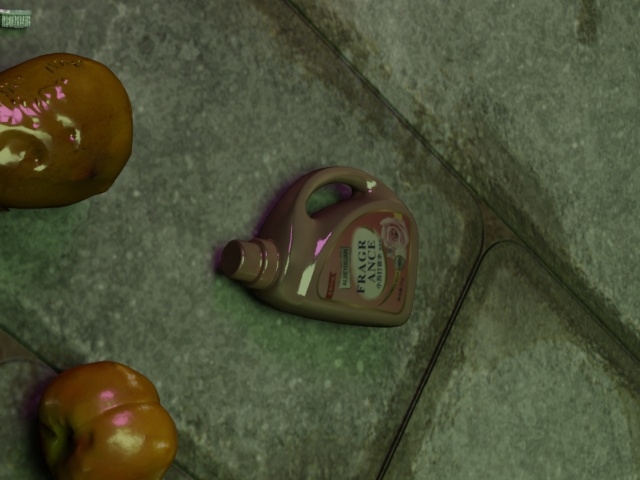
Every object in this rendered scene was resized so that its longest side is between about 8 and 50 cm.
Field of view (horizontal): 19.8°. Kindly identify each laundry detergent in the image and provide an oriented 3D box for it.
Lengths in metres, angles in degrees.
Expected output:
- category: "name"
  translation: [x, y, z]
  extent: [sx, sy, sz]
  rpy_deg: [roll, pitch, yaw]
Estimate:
- category: "laundry detergent"
  translation: [0.000, 0.000, 1.971]
  extent: [0.237, 0.076, 0.171]
  rpy_deg: [14, 77, -38]

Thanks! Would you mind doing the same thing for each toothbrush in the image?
- category: "toothbrush"
  translation: [-0.361, -0.209, 1.699]
  extent: [0.219, 0.016, 0.019]
  rpy_deg: [-4, 99, -43]

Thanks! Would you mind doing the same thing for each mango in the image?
- category: "mango"
  translation: [-0.276, -0.099, 1.676]
  extent: [0.248, 0.151, 0.156]
  rpy_deg: [-1, 122, -45]

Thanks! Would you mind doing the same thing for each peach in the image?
- category: "peach"
  translation: [-0.202, 0.183, 1.740]
  extent: [0.138, 0.138, 0.138]
  rpy_deg: [3, 85, -42]
